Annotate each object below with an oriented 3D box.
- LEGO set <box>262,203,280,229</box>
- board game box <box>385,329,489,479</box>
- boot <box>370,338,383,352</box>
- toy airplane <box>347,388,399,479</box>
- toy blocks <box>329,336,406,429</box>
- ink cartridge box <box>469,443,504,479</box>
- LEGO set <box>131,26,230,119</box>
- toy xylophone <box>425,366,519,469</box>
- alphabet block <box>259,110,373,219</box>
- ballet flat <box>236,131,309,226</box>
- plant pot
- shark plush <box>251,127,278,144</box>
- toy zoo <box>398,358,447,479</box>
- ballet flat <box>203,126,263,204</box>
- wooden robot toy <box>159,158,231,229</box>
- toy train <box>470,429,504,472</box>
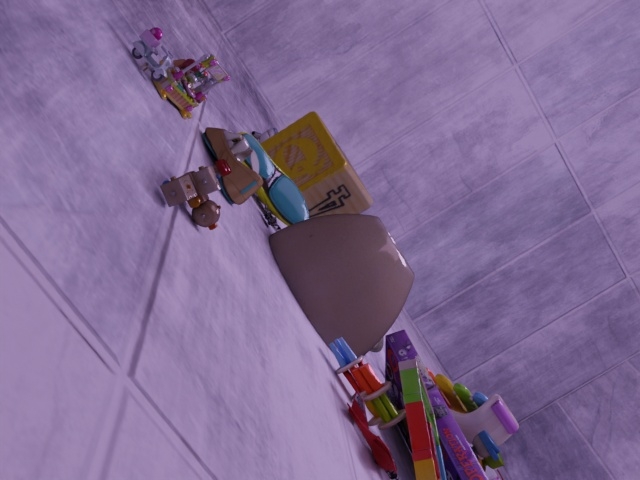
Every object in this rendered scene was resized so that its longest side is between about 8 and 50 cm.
[{"bbox_3d":[-0.098,-0.040,1.568,0.054,0.023,0.083,61,-7,13],"label":"LEGO set"},{"bbox_3d":[0.200,0.353,1.461,0.347,0.056,0.208,-117,-159,-45],"label":"board game box"},{"bbox_3d":[0.067,0.134,1.743,0.213,0.077,0.165,66,9,24],"label":"boot"},{"bbox_3d":[0.077,0.291,1.199,0.151,0.028,0.151,62,-4,7],"label":"toy airplane"},{"bbox_3d":[0.069,0.220,1.284,0.148,0.054,0.123,58,-13,2],"label":"toy blocks"},{"bbox_3d":[0.436,0.628,2.227,0.231,0.078,0.134,56,7,-22],"label":"ink cartridge box"},{"bbox_3d":[-0.220,-0.292,1.406,0.132,0.107,0.287,58,6,-2],"label":"LEGO set"},{"bbox_3d":[0.294,0.385,1.814,0.322,0.081,0.236,18,-32,47],"label":"toy xylophone"},{"bbox_3d":[-0.021,-0.143,1.885,0.192,0.193,0.197,60,6,35],"label":"alphabet block"},{"bbox_3d":[-0.109,-0.116,1.619,0.077,0.077,0.231,-11,-58,52],"label":"ballet flat"},{"bbox_3d":[0.060,0.060,1.506,0.284,0.191,0.284,57,5,-8],"label":"plant pot"},{"bbox_3d":[-0.126,-0.264,2.267,0.073,0.067,0.161,61,6,30],"label":"shark plush"},{"bbox_3d":[0.165,0.350,1.213,0.192,0.030,0.293,66,14,-51],"label":"toy zoo"},{"bbox_3d":[-0.146,-0.141,1.405,0.080,0.073,0.232,54,7,-40],"label":"ballet flat"},{"bbox_3d":[-0.141,-0.052,1.014,0.173,0.076,0.079,-77,146,-82],"label":"wooden robot toy"},{"bbox_3d":[0.321,0.480,1.701,0.248,0.143,0.105,50,10,-52],"label":"toy train"}]
